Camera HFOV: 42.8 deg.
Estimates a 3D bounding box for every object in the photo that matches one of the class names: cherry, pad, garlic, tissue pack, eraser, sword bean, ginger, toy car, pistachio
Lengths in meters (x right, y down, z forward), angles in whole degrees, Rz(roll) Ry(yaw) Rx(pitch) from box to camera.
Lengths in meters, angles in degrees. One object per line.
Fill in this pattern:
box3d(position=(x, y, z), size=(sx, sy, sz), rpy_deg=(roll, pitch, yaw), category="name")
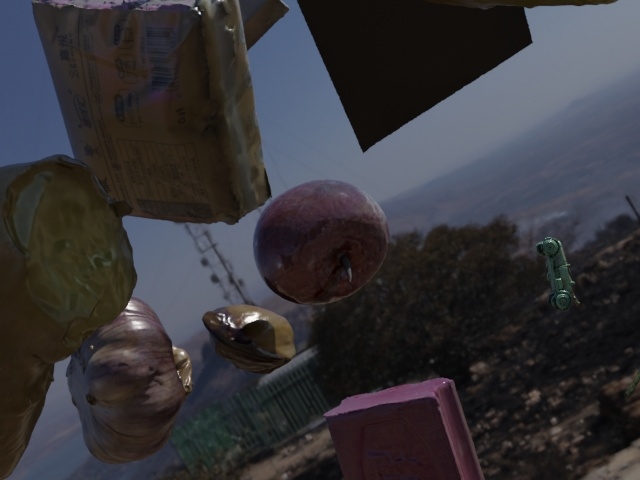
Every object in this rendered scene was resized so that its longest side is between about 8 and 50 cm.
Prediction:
box3d(position=(0.000, 0.000, 1.414), size=(0.236, 0.213, 0.285), rpy_deg=(-5, 25, -19), category="cherry")
box3d(position=(0.081, -0.294, 0.817), size=(0.247, 0.368, 0.007), rpy_deg=(-34, 38, -9), category="pad")
box3d(position=(-0.265, 0.184, 1.144), size=(0.160, 0.245, 0.245), rpy_deg=(-13, -8, -27), category="garlic")
box3d(position=(-0.177, -0.142, 0.873), size=(0.215, 0.257, 0.123), rpy_deg=(7, 32, 20), category="tissue pack")
box3d(position=(-0.208, -0.486, 1.473), size=(0.144, 0.343, 0.078), rpy_deg=(-42, -24, 10), category="eraser")
box3d(position=(0.500, 0.213, 1.284), size=(0.083, 0.012, 0.012), rpy_deg=(-53, 8, -20), category="sword bean")
box3d(position=(-0.213, 0.060, 0.497), size=(0.267, 0.152, 0.138), rpy_deg=(-51, 24, 30), category="ginger")
box3d(position=(0.452, 0.064, 1.556), size=(0.054, 0.143, 0.073), rpy_deg=(-12, -4, 7), category="toy car")
box3d(position=(-0.139, 0.185, 1.551), size=(0.165, 0.210, 0.131), rpy_deg=(36, 97, 50), category="pistachio")

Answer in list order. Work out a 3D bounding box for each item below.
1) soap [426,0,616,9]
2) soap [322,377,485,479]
box3d(position=(0.067, -0.203, 0.488), size=(0.427, 0.115, 0.306), rpy_deg=(14, 18, 11), category="soap")
box3d(position=(0.176, 0.452, 1.499), size=(0.233, 0.360, 0.128), rpy_deg=(-17, 2, 26), category="soap")
